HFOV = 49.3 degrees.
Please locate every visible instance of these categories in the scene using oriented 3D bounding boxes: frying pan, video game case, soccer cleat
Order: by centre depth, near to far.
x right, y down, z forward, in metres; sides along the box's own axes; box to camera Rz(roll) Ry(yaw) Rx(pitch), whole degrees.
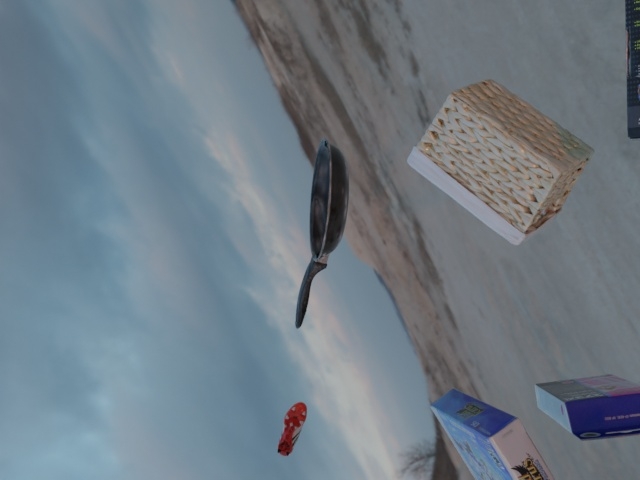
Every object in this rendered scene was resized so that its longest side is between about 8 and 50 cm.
[{"bbox_3d":[-0.038,0.257,0.961,0.029,0.083,0.035,19,-169,5],"label":"soccer cleat"},{"bbox_3d":[0.298,0.373,1.113,0.244,0.061,0.269,57,171,-2],"label":"video game case"},{"bbox_3d":[0.005,0.000,1.127,0.197,0.053,0.327,-154,67,-81],"label":"frying pan"}]

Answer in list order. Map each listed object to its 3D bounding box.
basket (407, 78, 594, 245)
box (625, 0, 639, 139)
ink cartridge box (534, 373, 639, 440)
[{"bbox_3d":[0.204,-0.095,0.788,0.167,0.113,0.103,41,131,21],"label":"basket"},{"bbox_3d":[0.337,-0.182,0.451,0.270,0.060,0.217,3,98,52],"label":"box"},{"bbox_3d":[0.555,0.328,1.395,0.371,0.175,0.069,23,-121,-84],"label":"ink cartridge box"}]
